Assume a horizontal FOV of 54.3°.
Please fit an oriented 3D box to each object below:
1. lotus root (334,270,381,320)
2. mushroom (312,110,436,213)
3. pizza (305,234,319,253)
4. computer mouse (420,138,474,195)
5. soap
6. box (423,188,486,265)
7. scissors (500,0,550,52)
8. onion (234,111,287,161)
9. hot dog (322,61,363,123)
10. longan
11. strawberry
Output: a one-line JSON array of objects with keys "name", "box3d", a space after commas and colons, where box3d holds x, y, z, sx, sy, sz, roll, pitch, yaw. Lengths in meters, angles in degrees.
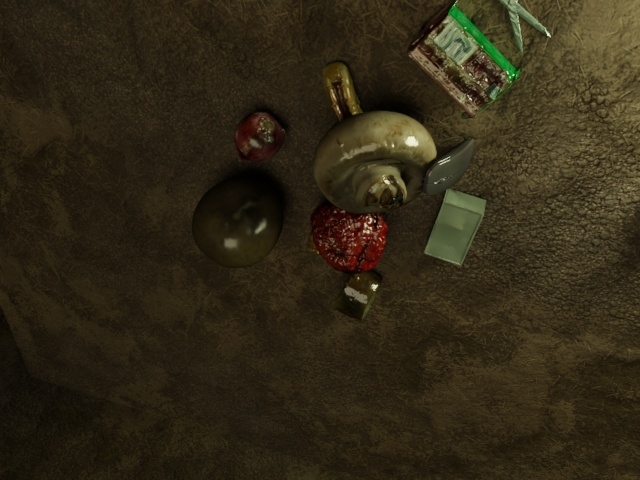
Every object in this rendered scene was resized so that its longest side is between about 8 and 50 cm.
[{"name": "lotus root", "box3d": [0.135, 0.205, 2.302, 0.119, 0.138, 0.234, 29, 139, 10]}, {"name": "mushroom", "box3d": [0.160, -0.197, 1.801, 0.363, 0.294, 0.362, -6, 148, -4]}, {"name": "pizza", "box3d": [0.000, 0.000, 2.235, 0.176, 0.036, 0.184, -17, 120, 32]}, {"name": "computer mouse", "box3d": [0.376, -0.210, 1.785, 0.057, 0.232, 0.120, 34, 140, 29]}, {"name": "soap", "box3d": [0.376, -0.475, 1.645, 0.273, 0.098, 0.218, 40, 131, -13]}, {"name": "box", "box3d": [0.428, -0.043, 1.995, 0.130, 0.086, 0.225, 19, 132, 7]}, {"name": "scissors", "box3d": [0.481, -0.590, 1.563, 0.144, 0.017, 0.247, -24, 117, 36]}, {"name": "onion", "box3d": [-0.209, -0.313, 1.977, 0.159, 0.159, 0.195, 40, 134, -13]}, {"name": "hot dog", "box3d": [0.071, -0.405, 1.843, 0.084, 0.073, 0.242, -8, 125, 21]}, {"name": "longan", "box3d": [-0.276, -0.063, 2.116, 0.319, 0.319, 0.318, 11, 131, 13]}, {"name": "strawberry", "box3d": [0.089, -0.005, 2.045, 0.274, 0.220, 0.274, 20, 152, 11]}]
